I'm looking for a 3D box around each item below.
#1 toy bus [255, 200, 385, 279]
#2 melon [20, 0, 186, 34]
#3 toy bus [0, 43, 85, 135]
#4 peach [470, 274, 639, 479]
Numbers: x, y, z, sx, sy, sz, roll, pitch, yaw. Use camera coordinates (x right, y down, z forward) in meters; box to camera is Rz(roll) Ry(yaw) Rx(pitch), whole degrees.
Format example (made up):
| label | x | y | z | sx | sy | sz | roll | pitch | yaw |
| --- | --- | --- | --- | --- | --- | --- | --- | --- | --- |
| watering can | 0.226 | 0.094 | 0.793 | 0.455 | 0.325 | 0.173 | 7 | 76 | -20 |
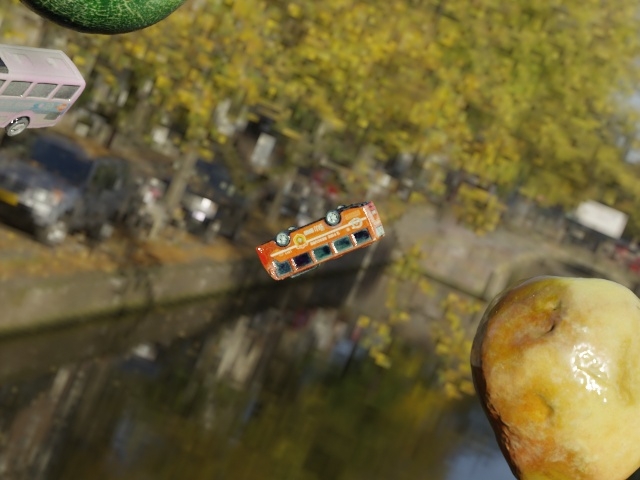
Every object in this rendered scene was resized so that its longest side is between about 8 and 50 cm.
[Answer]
| label | x | y | z | sx | sy | sz | roll | pitch | yaw |
| --- | --- | --- | --- | --- | --- | --- | --- | --- | --- |
| toy bus | 0.000 | 0.000 | 1.299 | 0.110 | 0.043 | 0.031 | -23 | 4 | 22 |
| melon | -0.159 | -0.245 | 1.069 | 0.182 | 0.182 | 0.287 | 20 | 26 | -28 |
| toy bus | -0.193 | -0.090 | 0.876 | 0.037 | 0.052 | 0.131 | 53 | 24 | 16 |
| peach | 0.255 | 0.153 | 1.555 | 0.214 | 0.235 | 0.214 | 4 | -18 | 1 |
